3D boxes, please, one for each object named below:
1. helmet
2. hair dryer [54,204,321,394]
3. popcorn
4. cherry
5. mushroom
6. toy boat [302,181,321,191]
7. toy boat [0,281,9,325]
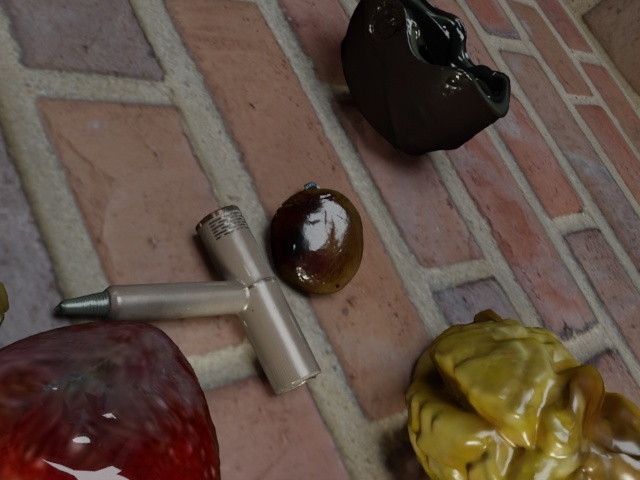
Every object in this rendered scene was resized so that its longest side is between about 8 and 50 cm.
[{"bbox_3d":[0.130,-0.253,1.045,0.225,0.177,0.305,-13,62,-53],"label":"helmet"},{"bbox_3d":[-0.120,0.074,0.652,0.220,0.053,0.195,-15,71,-47],"label":"hair dryer"},{"bbox_3d":[0.202,0.195,0.742,0.265,0.225,0.332,35,18,-34],"label":"popcorn"},{"bbox_3d":[-0.155,0.145,0.466,0.192,0.175,0.250,11,37,4],"label":"cherry"},{"bbox_3d":[0.000,0.000,0.799,0.123,0.052,0.123,3,82,-24],"label":"mushroom"},{"bbox_3d":[-0.009,-0.038,0.855,0.038,0.038,0.083,28,44,-24],"label":"toy boat"},{"bbox_3d":[-0.309,0.103,0.418,0.115,0.089,0.310,8,44,9],"label":"toy boat"}]
